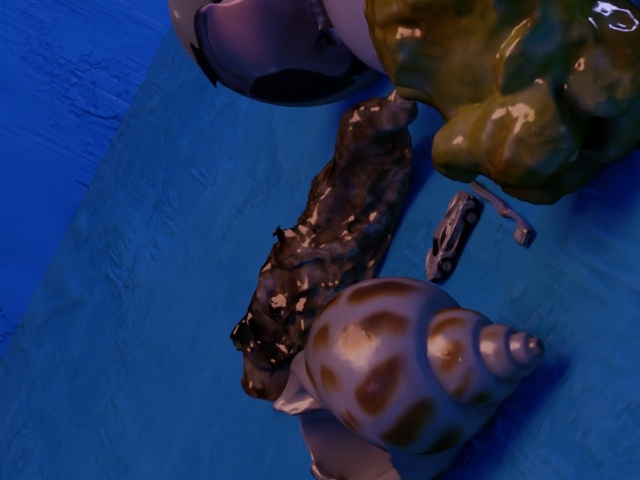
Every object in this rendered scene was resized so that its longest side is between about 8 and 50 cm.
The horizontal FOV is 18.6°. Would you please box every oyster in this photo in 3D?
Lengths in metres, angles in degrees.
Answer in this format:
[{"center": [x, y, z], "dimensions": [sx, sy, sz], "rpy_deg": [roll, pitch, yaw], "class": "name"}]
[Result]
[{"center": [0.005, -0.021, 2.111], "dimensions": [0.396, 0.111, 0.204], "rpy_deg": [-62, 13, 21], "class": "oyster"}]

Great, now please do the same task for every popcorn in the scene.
[{"center": [0.166, -0.160, 1.629], "dimensions": [0.225, 0.276, 0.276], "rpy_deg": [-36, 28, 28], "class": "popcorn"}]

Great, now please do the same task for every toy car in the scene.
[{"center": [0.121, -0.003, 1.858], "dimensions": [0.093, 0.025, 0.041], "rpy_deg": [-64, 15, 0], "class": "toy car"}]

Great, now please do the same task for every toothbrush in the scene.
[{"center": [0.163, -0.030, 1.792], "dimensions": [0.193, 0.013, 0.019], "rpy_deg": [-122, 50, -70], "class": "toothbrush"}]

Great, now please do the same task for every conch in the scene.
[{"center": [0.071, 0.116, 1.618], "dimensions": [0.149, 0.182, 0.275], "rpy_deg": [-36, 13, -22], "class": "conch"}]

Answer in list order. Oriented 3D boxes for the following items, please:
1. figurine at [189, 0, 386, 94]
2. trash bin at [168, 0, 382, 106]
[{"center": [0.067, -0.251, 1.954], "dimensions": [0.361, 0.253, 0.211], "rpy_deg": [-8, 51, 35], "class": "figurine"}, {"center": [-0.019, -0.367, 2.406], "dimensions": [0.280, 0.280, 0.432], "rpy_deg": [-49, 19, 40], "class": "trash bin"}]
